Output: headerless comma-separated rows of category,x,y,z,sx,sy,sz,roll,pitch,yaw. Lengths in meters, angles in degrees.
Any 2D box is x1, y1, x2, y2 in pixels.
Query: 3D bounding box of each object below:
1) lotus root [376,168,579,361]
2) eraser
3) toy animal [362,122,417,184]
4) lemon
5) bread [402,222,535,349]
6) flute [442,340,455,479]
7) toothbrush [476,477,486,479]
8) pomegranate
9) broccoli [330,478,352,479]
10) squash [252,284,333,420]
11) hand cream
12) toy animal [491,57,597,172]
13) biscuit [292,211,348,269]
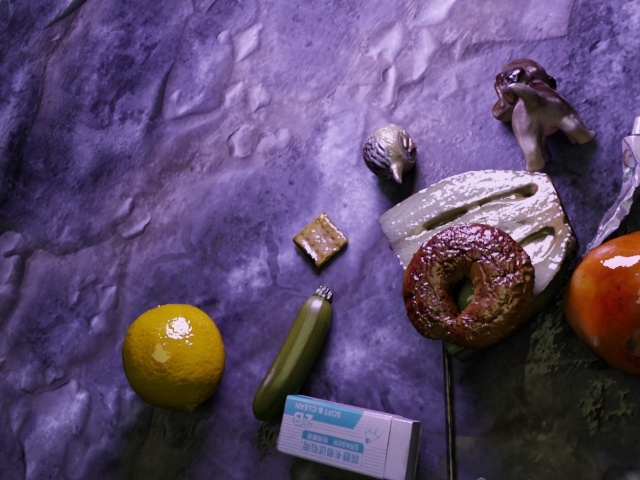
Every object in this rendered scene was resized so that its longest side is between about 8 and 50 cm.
lotus root,0.267,0.013,1.074,0.260,0.149,0.267,-34,57,13
eraser,0.042,0.311,1.094,0.225,0.052,0.095,5,80,29
toy animal,0.117,-0.141,1.217,0.098,0.098,0.137,-4,52,22
lemon,-0.255,0.207,1.212,0.178,0.178,0.203,-28,65,12
bread,0.202,0.060,0.965,0.193,0.064,0.193,-12,65,27
flute,0.202,0.273,1.086,0.014,0.014,0.269,-6,70,21
toothbrush,0.162,0.473,1.029,0.020,0.025,0.286,34,88,29
pomegranate,0.446,0.083,0.947,0.209,0.209,0.209,-7,70,21
broccoli,0.024,0.469,0.989,0.269,0.261,0.241,26,111,2
squash,-0.041,0.197,1.185,0.069,0.069,0.258,25,84,28
hand cream,0.456,-0.072,1.060,0.050,0.084,0.257,24,84,6
toy animal,0.345,-0.202,1.107,0.121,0.233,0.168,-32,102,21
biscuit,0.000,0.000,1.263,0.081,0.018,0.083,-43,62,4
